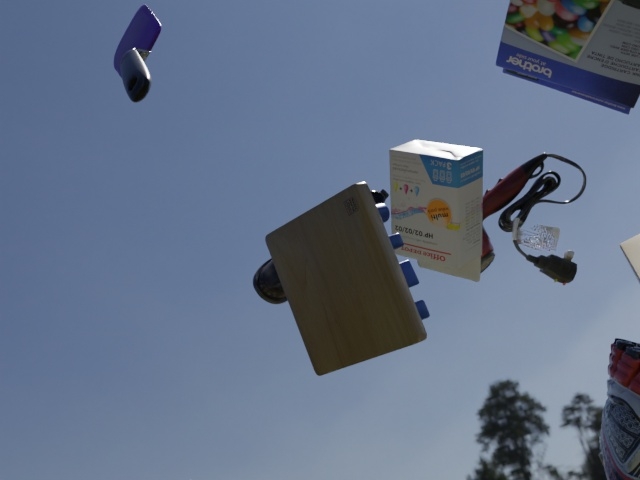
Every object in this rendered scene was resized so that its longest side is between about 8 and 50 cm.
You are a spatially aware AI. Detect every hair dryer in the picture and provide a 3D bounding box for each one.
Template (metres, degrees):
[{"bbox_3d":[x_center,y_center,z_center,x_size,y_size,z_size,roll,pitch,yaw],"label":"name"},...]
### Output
[{"bbox_3d":[0.250,-0.042,1.299,0.294,0.223,0.080,11,-33,3],"label":"hair dryer"}]

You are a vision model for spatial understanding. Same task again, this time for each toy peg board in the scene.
[{"bbox_3d":[0.042,0.037,0.872,0.079,0.161,0.161,-16,-9,-42],"label":"toy peg board"}]

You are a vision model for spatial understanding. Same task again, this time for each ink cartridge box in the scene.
[{"bbox_3d":[0.148,-0.030,1.090,0.104,0.181,0.062,14,27,39],"label":"ink cartridge box"},{"bbox_3d":[0.319,-0.275,1.005,0.186,0.065,0.311,22,-32,14],"label":"ink cartridge box"}]

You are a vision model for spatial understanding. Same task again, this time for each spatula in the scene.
[{"bbox_3d":[-0.198,-0.193,0.909,0.030,0.296,0.084,29,-76,-21],"label":"spatula"}]

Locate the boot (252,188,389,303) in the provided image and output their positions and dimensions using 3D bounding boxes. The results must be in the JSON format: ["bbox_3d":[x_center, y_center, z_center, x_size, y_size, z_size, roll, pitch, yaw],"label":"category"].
[{"bbox_3d":[0.000,0.000,1.645,0.263,0.091,0.229,-35,-9,-42],"label":"boot"}]

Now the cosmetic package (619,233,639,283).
[{"bbox_3d":[0.576,0.071,1.279,0.160,0.113,0.309,-29,15,16],"label":"cosmetic package"}]

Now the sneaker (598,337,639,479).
[{"bbox_3d":[0.196,0.109,0.484,0.088,0.092,0.225,11,-3,30],"label":"sneaker"}]
